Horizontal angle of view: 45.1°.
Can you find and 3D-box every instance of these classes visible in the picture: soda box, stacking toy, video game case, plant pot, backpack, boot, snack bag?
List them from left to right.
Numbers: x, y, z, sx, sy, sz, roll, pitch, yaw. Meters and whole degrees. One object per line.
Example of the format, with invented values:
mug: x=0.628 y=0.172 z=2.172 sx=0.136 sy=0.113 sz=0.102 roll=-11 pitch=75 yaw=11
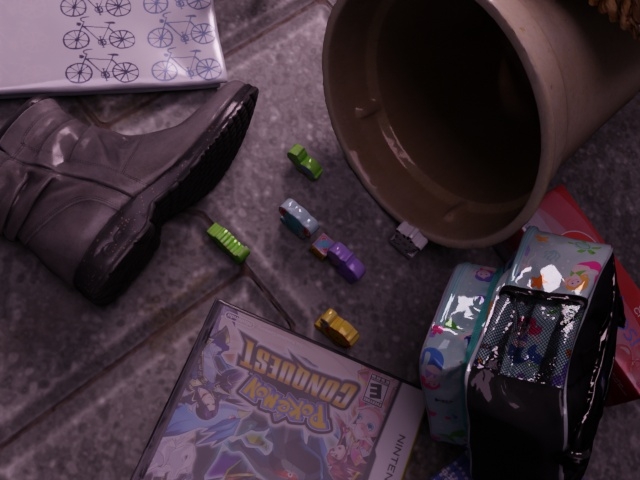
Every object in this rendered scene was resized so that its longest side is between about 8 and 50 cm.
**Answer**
snack bag: x=-0.300 y=-0.340 z=1.004 sx=0.323 sy=0.037 sz=0.342 roll=-5 pitch=71 yaw=-13
boot: x=-0.241 y=-0.111 z=0.895 sx=0.223 sy=0.118 sz=0.338 roll=34 pitch=63 yaw=8
video game case: x=-0.041 y=0.229 z=0.848 sx=0.275 sy=0.035 sz=0.248 roll=24 pitch=68 yaw=-2
stacking toy: x=0.000 y=0.000 z=0.932 sx=0.221 sy=0.052 sz=0.167 roll=40 pitch=68 yaw=5
plant pot: x=0.224 y=-0.205 z=0.931 sx=0.305 sy=0.334 sz=0.334 roll=-30 pitch=78 yaw=-31
backpack: x=0.218 y=0.115 z=0.806 sx=0.191 sy=0.225 sz=0.253 roll=17 pitch=56 yaw=27
soda box: x=0.327 y=0.068 z=0.956 sx=0.092 sy=0.083 sz=0.263 roll=-29 pitch=78 yaw=-20

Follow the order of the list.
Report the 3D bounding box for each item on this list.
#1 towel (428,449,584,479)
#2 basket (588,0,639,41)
towel: x=0.181 y=0.358 z=0.825 sx=0.336 sy=0.040 sz=0.243 roll=-28 pitch=80 yaw=-27
basket: x=0.372 y=-0.364 z=0.803 sx=0.223 sy=0.213 sz=0.299 roll=44 pitch=45 yaw=18
